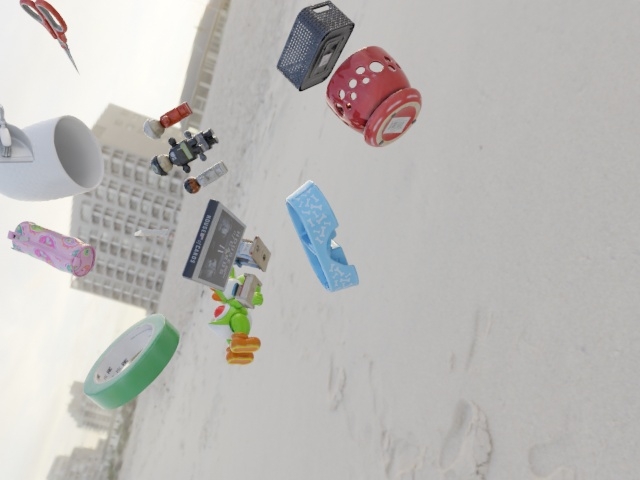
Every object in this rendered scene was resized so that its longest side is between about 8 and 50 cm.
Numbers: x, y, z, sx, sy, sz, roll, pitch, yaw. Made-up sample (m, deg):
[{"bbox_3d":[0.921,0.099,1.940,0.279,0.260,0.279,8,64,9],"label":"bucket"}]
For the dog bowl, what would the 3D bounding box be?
[{"bbox_3d":[0.000,0.000,1.337,0.166,0.074,0.297,44,158,60],"label":"dog bowl"}]

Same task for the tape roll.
[{"bbox_3d":[-0.589,0.373,1.726,0.321,0.077,0.321,-31,24,15],"label":"tape roll"}]

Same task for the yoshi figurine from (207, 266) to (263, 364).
[{"bbox_3d":[-0.272,0.247,1.969,0.203,0.203,0.362,52,-162,-55],"label":"yoshi figurine"}]

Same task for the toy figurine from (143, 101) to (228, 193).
[{"bbox_3d":[-0.374,-0.246,1.527,0.213,0.148,0.209,67,-170,28],"label":"toy figurine"}]

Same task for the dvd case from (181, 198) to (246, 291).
[{"bbox_3d":[-0.240,0.019,1.285,0.239,0.029,0.180,56,-129,-76],"label":"dvd case"}]

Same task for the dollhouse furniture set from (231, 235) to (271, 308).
[{"bbox_3d":[-0.246,0.086,1.628,0.129,0.129,0.184,63,-142,-60],"label":"dollhouse furniture set"}]

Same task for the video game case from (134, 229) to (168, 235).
[{"bbox_3d":[-0.562,-0.025,1.833,0.122,0.087,0.011,-10,81,61],"label":"video game case"}]

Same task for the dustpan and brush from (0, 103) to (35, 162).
[{"bbox_3d":[-0.969,-0.331,1.687,0.211,0.147,0.060,61,139,29],"label":"dustpan and brush"}]

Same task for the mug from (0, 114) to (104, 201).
[{"bbox_3d":[-1.002,-0.307,2.017,0.374,0.327,0.276,-89,-18,-47],"label":"mug"}]

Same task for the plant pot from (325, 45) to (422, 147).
[{"bbox_3d":[0.135,-0.335,1.312,0.191,0.174,0.191,-33,-23,-17],"label":"plant pot"}]

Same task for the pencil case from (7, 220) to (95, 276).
[{"bbox_3d":[-0.899,0.026,1.850,0.124,0.283,0.124,21,-90,-77],"label":"pencil case"}]

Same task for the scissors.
[{"bbox_3d":[-0.655,-0.506,1.412,0.297,0.108,0.021,75,-146,-67],"label":"scissors"}]

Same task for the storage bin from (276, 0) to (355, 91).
[{"bbox_3d":[-0.013,-0.452,1.291,0.122,0.084,0.180,-37,-12,-39],"label":"storage bin"}]
